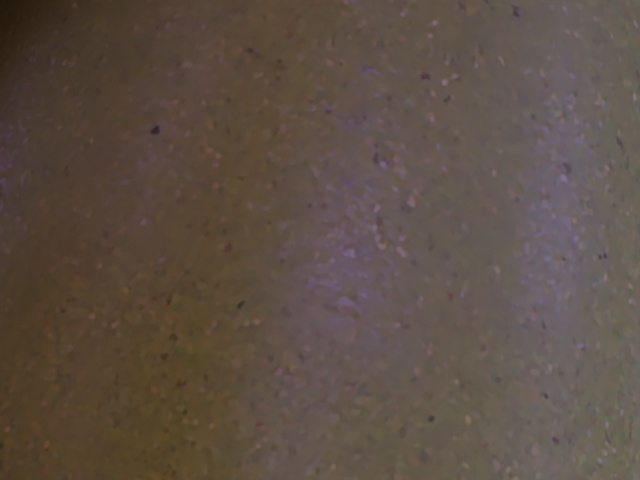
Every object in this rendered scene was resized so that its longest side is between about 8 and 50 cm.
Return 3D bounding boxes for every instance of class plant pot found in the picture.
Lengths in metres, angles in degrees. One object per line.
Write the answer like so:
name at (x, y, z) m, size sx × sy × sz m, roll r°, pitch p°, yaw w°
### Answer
plant pot at (0.000, 0.000, 0.518) m, size 0.275 × 0.275 × 0.293 m, roll 13°, pitch 85°, yaw -22°
